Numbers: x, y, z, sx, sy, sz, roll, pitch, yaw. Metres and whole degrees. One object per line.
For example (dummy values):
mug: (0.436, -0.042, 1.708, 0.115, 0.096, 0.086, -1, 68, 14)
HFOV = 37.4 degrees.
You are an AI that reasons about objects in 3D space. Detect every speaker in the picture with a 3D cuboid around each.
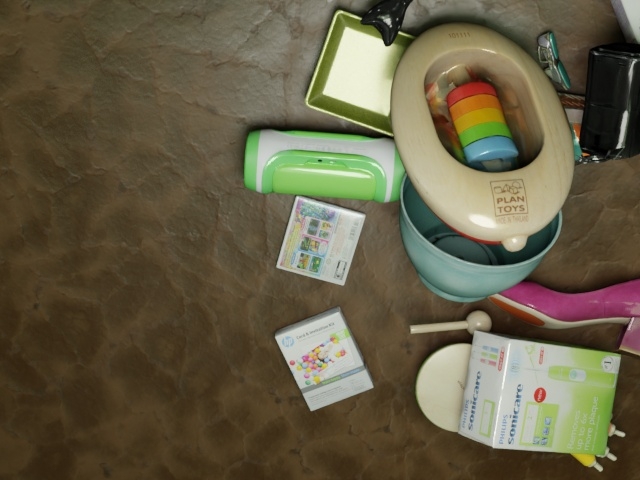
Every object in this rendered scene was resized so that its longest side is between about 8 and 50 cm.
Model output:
speaker: (0.009, -0.141, 1.784, 0.296, 0.131, 0.131, 5, 108, -1)

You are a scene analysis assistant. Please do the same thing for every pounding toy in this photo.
pounding toy: (0.275, 0.262, 1.930, 0.183, 0.110, 0.237, -10, 97, 0)

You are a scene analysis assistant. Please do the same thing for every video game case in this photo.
video game case: (0.000, 0.000, 1.887, 0.143, 0.019, 0.157, 15, 109, -4)

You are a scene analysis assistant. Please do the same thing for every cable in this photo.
cable: (0.494, 0.373, 1.971, 0.287, 0.072, 0.139, 23, 108, -6)

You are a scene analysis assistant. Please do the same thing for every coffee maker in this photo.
coffee maker: (0.506, -0.235, 1.602, 0.120, 0.171, 0.178, 7, 115, 18)

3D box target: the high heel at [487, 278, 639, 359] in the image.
high heel: (0.512, 0.099, 1.887, 0.377, 0.127, 0.181, 21, 79, -1)

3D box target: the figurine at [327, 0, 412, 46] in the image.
figurine: (0.100, -0.485, 1.669, 0.215, 0.092, 0.209, 34, 96, -9)

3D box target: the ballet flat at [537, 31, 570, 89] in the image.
ballet flat: (0.431, -0.331, 1.764, 0.041, 0.041, 0.114, -22, 106, 8)

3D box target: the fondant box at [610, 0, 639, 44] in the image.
fondant box: (0.683, -0.342, 1.667, 0.238, 0.096, 0.330, -20, 85, 8)

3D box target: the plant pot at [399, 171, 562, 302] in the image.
plant pot: (0.277, -0.008, 1.761, 0.293, 0.293, 0.196, 8, 141, -2)

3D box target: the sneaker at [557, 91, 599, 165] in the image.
sneaker: (0.504, -0.197, 1.776, 0.302, 0.108, 0.121, 11, 122, -4)

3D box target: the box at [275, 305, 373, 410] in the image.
box: (0.009, 0.245, 1.957, 0.145, 0.038, 0.186, -22, 105, 8)

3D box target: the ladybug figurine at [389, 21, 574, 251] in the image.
ladybug figurine: (0.270, -0.171, 1.636, 0.305, 0.449, 0.162, -4, 152, -7)

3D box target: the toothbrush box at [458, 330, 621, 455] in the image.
toothbrush box: (0.428, 0.298, 1.843, 0.283, 0.122, 0.206, 11, 88, -26)

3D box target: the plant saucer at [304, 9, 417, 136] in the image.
plant saucer: (0.087, -0.313, 1.767, 0.188, 0.045, 0.188, 19, 107, -5)
